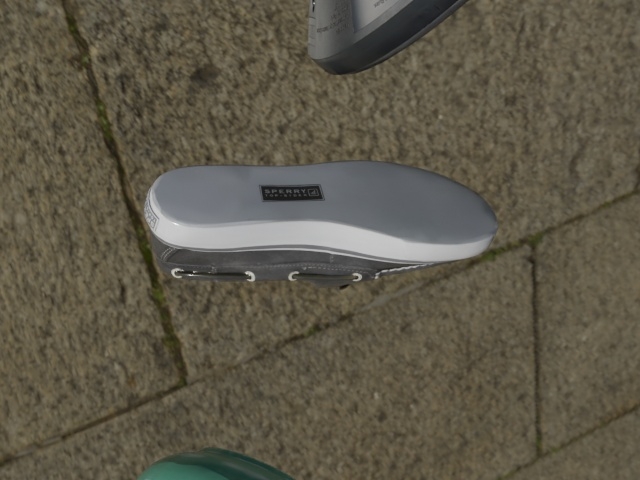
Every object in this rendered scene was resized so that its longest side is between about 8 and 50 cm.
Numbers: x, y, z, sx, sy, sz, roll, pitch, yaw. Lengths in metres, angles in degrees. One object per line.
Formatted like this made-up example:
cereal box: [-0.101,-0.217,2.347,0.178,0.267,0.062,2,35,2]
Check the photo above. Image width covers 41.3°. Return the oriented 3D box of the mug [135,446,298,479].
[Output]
mug: [-0.060,0.180,0.484,0.129,0.158,0.097,33,61,-18]

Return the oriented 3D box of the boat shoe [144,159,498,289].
boat shoe: [0.000,0.000,0.563,0.228,0.080,0.076,-1,137,-13]

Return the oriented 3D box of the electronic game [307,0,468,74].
electronic game: [0.074,-0.163,0.364,0.048,0.229,0.229,39,94,-18]
